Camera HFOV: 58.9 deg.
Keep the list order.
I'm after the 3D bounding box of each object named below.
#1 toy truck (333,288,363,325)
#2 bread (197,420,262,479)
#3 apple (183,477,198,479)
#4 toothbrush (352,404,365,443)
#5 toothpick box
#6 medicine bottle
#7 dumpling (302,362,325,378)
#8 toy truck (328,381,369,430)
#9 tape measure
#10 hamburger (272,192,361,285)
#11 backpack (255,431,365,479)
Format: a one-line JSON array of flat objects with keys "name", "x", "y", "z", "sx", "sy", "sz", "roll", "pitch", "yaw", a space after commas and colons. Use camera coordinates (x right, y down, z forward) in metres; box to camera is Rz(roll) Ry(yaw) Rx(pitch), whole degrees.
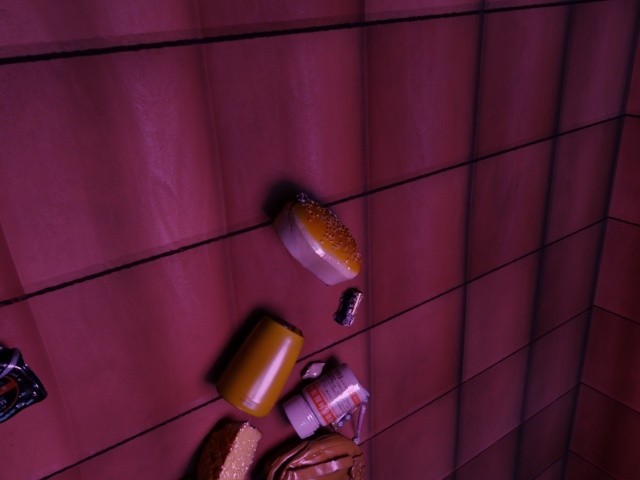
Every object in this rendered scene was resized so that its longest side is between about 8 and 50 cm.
[{"name": "toy truck", "x": 0.096, "y": 0.220, "z": 1.858, "sx": 0.063, "sy": 0.052, "sz": 0.123, "roll": 16, "pitch": 96, "yaw": -47}, {"name": "bread", "x": -0.287, "y": 0.652, "z": 1.683, "sx": 0.129, "sy": 0.134, "sz": 0.260, "roll": 48, "pitch": 61, "yaw": -49}, {"name": "apple", "x": -0.388, "y": 0.763, "z": 1.671, "sx": 0.114, "sy": 0.102, "sz": 0.099, "roll": -22, "pitch": 121, "yaw": -28}, {"name": "toothbrush", "x": 0.137, "y": 0.668, "z": 2.032, "sx": 0.025, "sy": 0.020, "sz": 0.286, "roll": -21, "pitch": 140, "yaw": -22}, {"name": "toothpick box", "x": -0.163, "y": 0.352, "z": 1.635, "sx": 0.175, "sy": 0.175, "sz": 0.271, "roll": 37, "pitch": 81, "yaw": -41}, {"name": "medicine bottle", "x": 0.012, "y": 0.517, "z": 1.830, "sx": 0.252, "sy": 0.144, "sz": 0.144, "roll": -31, "pitch": 126, "yaw": -4}, {"name": "dumpling", "x": -0.023, "y": 0.429, "z": 1.863, "sx": 0.052, "sy": 0.057, "sz": 0.076, "roll": 34, "pitch": 57, "yaw": -5}, {"name": "toy truck", "x": 0.075, "y": 0.552, "z": 1.960, "sx": 0.178, "sy": 0.080, "sz": 0.115, "roll": -40, "pitch": 122, "yaw": -18}, {"name": "tape measure", "x": -0.722, "y": 0.317, "z": 1.232, "sx": 0.182, "sy": 0.107, "sz": 0.181, "roll": -29, "pitch": 126, "yaw": -26}, {"name": "hamburger", "x": 0.000, "y": 0.000, "z": 1.589, "sx": 0.151, "sy": 0.227, "sz": 0.295, "roll": -38, "pitch": 134, "yaw": 9}, {"name": "backpack", "x": -0.029, "y": 0.811, "z": 1.902, "sx": 0.378, "sy": 0.201, "sz": 0.353, "roll": -10, "pitch": 113, "yaw": -32}]
